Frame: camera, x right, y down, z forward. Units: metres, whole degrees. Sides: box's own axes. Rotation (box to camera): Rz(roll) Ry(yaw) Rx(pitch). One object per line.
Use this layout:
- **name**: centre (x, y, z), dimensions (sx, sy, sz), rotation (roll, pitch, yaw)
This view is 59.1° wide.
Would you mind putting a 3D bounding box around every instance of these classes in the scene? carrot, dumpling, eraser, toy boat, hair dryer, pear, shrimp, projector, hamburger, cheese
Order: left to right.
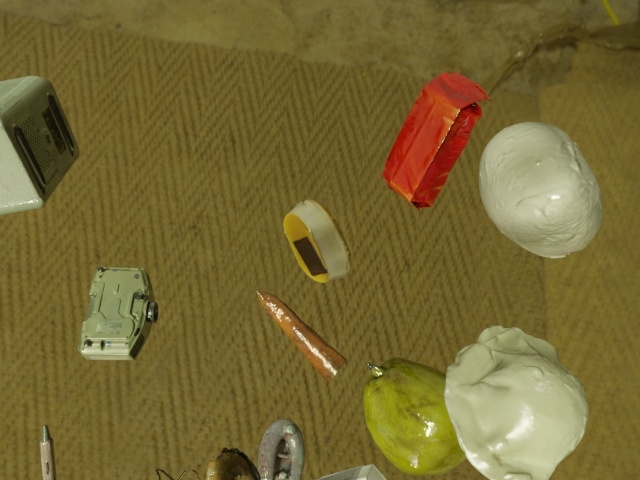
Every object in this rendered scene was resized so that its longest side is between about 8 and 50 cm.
- **projector**: centre (-0.505, -0.130, 0.819), dimensions (0.243, 0.163, 0.177), rotation (-11, 33, 3)
- **hair dryer**: centre (-0.730, 0.616, 1.565), dimensions (0.195, 0.054, 0.220), rotation (10, 94, -21)
- **projector**: centre (-0.566, 0.202, 1.603), dimensions (0.194, 0.088, 0.269), rotation (1, 59, -3)
- **shrimp**: centre (-0.201, 0.629, 1.365), dimensions (0.058, 0.173, 0.253), rotation (-30, 69, 32)
- **toy boat**: centre (-0.112, 0.658, 1.726), dimensions (0.155, 0.085, 0.227), rotation (22, 52, -23)
- **carrot**: centre (-0.042, 0.174, 1.089), dimensions (0.057, 0.057, 0.224), rotation (-43, 77, -14)
- **hamburger**: centre (0.000, 0.000, 1.906), dimensions (0.151, 0.227, 0.295), rotation (-29, 109, -26)
- **eraser**: centre (0.030, 0.318, 0.705), dimensions (0.052, 0.122, 0.029), rotation (52, 34, -8)
- **pear**: centre (0.259, 0.467, 1.534), dimensions (0.375, 0.287, 0.287), rotation (45, 75, 1)
- **dumpling**: centre (0.268, 0.222, 0.790), dimensions (0.193, 0.147, 0.258), rotation (28, 49, 3)
- **cheese**: centre (0.318, -0.077, 0.836), dimensions (0.155, 0.198, 0.189), rotation (-21, 60, 18)

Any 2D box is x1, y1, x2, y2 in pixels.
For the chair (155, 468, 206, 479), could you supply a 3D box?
- **chair**: centre (-0.325, 0.749, 1.653), dimensions (0.160, 0.170, 0.325), rotation (-7, 110, 31)

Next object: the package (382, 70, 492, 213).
- **package**: centre (0.339, -0.302, 1.731), dimensions (0.123, 0.423, 0.196), rotation (7, 31, -40)
